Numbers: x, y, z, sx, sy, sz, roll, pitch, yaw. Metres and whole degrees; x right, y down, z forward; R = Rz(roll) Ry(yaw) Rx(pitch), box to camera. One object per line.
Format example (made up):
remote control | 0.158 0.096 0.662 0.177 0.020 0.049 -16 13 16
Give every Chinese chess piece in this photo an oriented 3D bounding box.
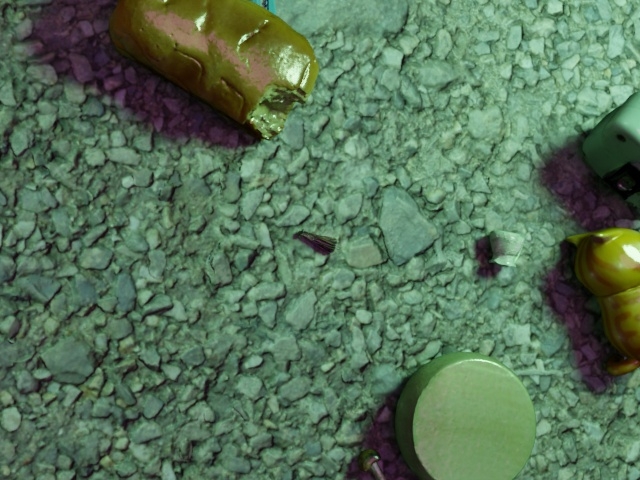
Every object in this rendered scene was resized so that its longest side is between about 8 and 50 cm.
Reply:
Chinese chess piece | 0.253 0.321 1.541 0.250 0.101 0.250 1 86 -15

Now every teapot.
teapot | 0.345 0.017 1.614 0.083 0.064 0.064 9 91 -45

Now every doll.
doll | 0.572 0.096 1.614 0.162 0.166 0.270 -22 89 -17

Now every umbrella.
umbrella | -0.001 0.000 1.543 0.083 0.020 0.031 21 80 -7

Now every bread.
bread | -0.171 -0.320 1.451 0.344 0.149 0.195 29 82 -11

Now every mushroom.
mushroom | 0.117 0.513 1.528 0.068 0.043 0.306 -10 90 2

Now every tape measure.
tape measure | 0.609 -0.138 1.595 0.243 0.246 0.125 42 76 3

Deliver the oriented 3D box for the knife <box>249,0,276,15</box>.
knife | -0.099 -0.466 1.543 0.064 0.031 0.222 2 86 -16
